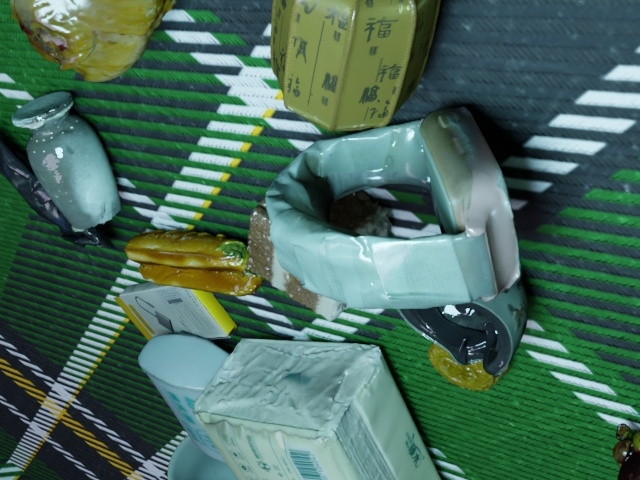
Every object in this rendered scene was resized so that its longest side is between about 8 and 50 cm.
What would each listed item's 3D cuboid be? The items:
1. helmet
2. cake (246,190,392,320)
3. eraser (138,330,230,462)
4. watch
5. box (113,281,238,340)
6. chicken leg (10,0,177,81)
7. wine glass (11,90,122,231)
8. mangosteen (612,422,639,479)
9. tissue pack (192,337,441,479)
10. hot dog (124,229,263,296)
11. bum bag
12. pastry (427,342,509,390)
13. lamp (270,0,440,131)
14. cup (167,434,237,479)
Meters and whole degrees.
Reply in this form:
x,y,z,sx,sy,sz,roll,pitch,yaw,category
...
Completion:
x,y,z,sx,sy,sz,roll,pitch,yaw,category
0.181,0.070,1.029,0.177,0.107,0.153,16,144,56,helmet
0.000,0.000,1.077,0.147,0.135,0.135,31,143,19,cake
-0.200,0.298,1.559,0.189,0.104,0.290,8,141,25,eraser
0.064,-0.030,0.899,0.241,0.253,0.162,-15,125,3,watch
-0.264,0.125,1.515,0.247,0.033,0.129,-11,122,45,box
-0.249,-0.374,0.901,0.295,0.182,0.409,55,139,6,chicken leg
-0.383,-0.121,1.295,0.111,0.111,0.204,7,132,36,wine glass
0.417,0.282,1.042,0.140,0.140,0.140,23,140,21,mangosteen
0.010,0.354,1.376,0.297,0.207,0.380,2,130,37,tissue pack
-0.195,0.035,1.331,0.268,0.072,0.115,6,131,34,hot dog
-0.464,-0.081,1.435,0.310,0.074,0.137,43,166,3,bum bag
0.200,0.155,1.139,0.109,0.057,0.097,9,139,37,pastry
0.030,-0.208,0.827,0.161,0.161,0.185,27,140,16,lamp
-0.145,0.501,1.714,0.258,0.186,0.234,-10,135,13,cup
